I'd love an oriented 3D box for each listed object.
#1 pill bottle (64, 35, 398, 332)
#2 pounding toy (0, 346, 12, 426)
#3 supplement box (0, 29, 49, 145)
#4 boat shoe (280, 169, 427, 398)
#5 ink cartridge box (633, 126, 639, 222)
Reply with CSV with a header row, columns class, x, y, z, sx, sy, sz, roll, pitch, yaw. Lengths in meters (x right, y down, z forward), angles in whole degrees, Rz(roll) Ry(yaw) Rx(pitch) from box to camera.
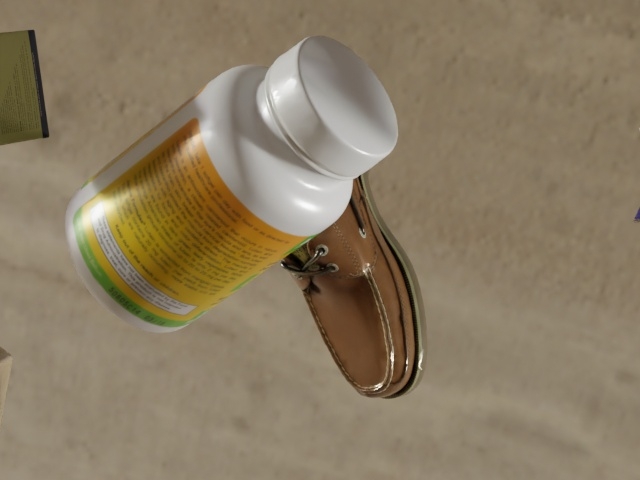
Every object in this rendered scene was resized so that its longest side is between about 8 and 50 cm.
class,x,y,z,sx,sy,sz,roll,pitch,yaw
pill bottle,-0.064,-0.043,1.284,0.136,0.246,0.136,32,-140,-31
pounding toy,-0.312,0.159,1.111,0.094,0.181,0.206,33,-142,22
supplement box,-0.252,-0.110,1.282,0.056,0.083,0.083,-3,-172,32
boat shoe,0.000,0.000,1.537,0.104,0.111,0.307,-13,-97,-54
ink cartridge box,0.329,-0.102,1.191,0.206,0.045,0.208,-6,-140,40
